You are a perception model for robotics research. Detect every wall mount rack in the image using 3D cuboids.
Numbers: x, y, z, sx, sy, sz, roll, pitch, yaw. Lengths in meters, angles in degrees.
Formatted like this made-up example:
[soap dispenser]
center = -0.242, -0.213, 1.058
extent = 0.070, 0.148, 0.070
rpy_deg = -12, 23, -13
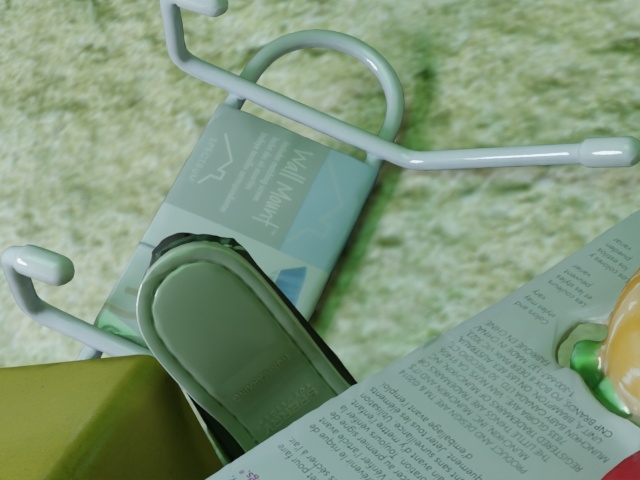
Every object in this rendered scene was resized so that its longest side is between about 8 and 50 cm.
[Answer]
[wall mount rack]
center = 0.000, 0.000, 0.784
extent = 0.304, 0.130, 0.350
rpy_deg = 23, 65, 7

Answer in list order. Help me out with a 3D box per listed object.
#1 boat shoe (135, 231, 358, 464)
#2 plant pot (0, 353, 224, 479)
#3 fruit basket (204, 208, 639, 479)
[boat shoe]
center = -0.009, 0.091, 0.654
extent = 0.081, 0.228, 0.069
rpy_deg = -32, 14, 0
[plant pot]
center = -0.144, 0.173, 0.654
extent = 0.212, 0.212, 0.187
rpy_deg = -9, 31, 28
[fruit basket]
center = 0.180, 0.102, 0.498
extent = 0.353, 0.165, 0.327
rpy_deg = -33, 42, -19
